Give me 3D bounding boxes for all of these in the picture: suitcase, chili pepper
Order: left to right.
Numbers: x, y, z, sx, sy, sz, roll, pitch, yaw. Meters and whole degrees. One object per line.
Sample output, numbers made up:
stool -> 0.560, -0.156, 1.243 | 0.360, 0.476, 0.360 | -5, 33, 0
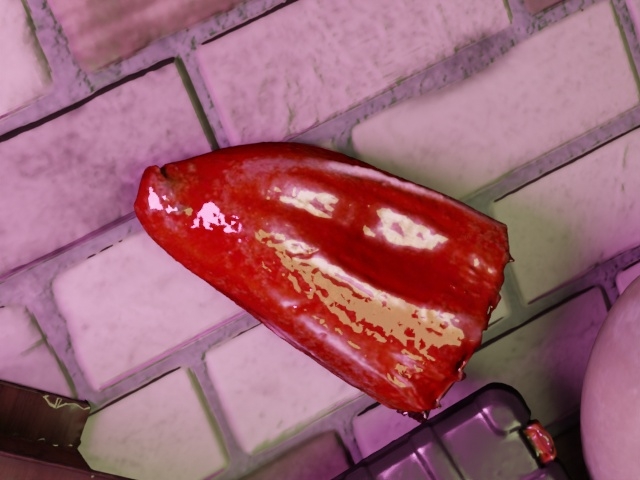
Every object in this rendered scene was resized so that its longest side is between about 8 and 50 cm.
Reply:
chili pepper -> 0.000, 0.000, 1.117 | 0.252, 0.136, 0.144 | 31, 117, -18
suitcase -> 0.121, 0.266, 1.170 | 0.206, 0.066, 0.286 | -32, 86, 3

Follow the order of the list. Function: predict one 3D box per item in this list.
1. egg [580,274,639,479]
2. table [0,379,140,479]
egg -> 0.325, 0.160, 1.200 | 0.258, 0.258, 0.352 | -38, 113, -9
table -> -0.232, 0.194, 1.033 | 0.172, 0.169, 0.193 | 18, 97, -25
